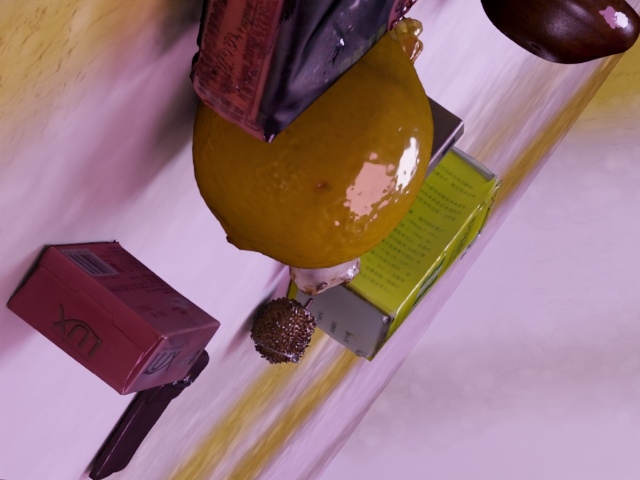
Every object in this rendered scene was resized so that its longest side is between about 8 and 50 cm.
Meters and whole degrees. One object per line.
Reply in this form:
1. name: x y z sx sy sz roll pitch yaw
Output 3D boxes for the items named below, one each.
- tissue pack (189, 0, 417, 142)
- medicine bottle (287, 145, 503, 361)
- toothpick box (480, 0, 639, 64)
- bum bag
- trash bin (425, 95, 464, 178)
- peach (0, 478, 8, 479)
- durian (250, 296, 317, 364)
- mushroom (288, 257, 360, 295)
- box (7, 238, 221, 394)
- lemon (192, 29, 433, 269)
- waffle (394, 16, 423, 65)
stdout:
1. tissue pack: 0.030 -0.234 1.116 0.245 0.123 0.332 -51 169 -33
2. medicine bottle: 0.087 0.003 2.108 0.250 0.141 0.137 -50 165 -27
3. toothpick box: 0.281 -0.326 1.819 0.294 0.192 0.192 -61 170 0
4. bum bag: -0.171 0.175 1.793 0.159 0.026 0.109 -56 171 7
5. trash bin: 0.090 -0.092 1.745 0.092 0.061 0.043 -52 168 -7
6. peach: -0.275 0.263 1.384 0.179 0.103 0.179 -50 170 -11
7. durian: -0.038 0.099 2.016 0.091 0.080 0.080 -49 170 6
8. mushroom: 0.000 0.000 1.905 0.084 0.071 0.209 -24 163 -4
9. box: -0.145 0.054 1.285 0.060 0.111 0.156 -56 168 9
10. lemon: -0.004 -0.077 1.318 0.203 0.178 0.178 -56 170 0
11. waffle: 0.020 -0.098 1.708 0.231 0.051 0.228 -44 166 -48
